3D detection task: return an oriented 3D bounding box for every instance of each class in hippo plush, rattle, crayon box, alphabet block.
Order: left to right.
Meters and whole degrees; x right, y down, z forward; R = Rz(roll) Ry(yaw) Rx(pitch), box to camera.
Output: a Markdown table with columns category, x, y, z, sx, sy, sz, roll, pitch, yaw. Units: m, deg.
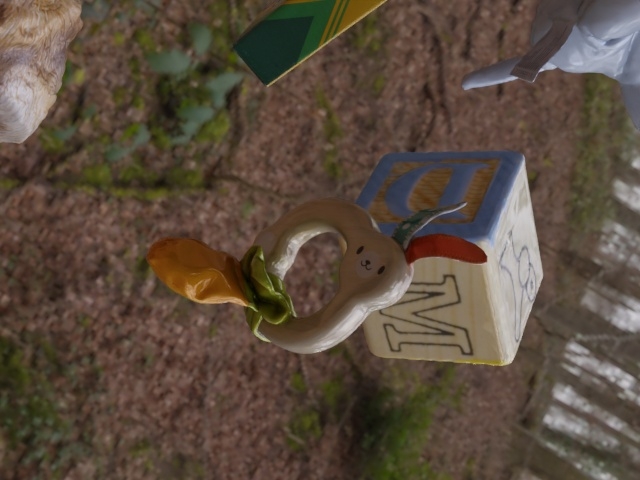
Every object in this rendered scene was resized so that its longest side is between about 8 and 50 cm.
| category | x | y | z | sx | sy | sz | roll | pitch | yaw |
| --- | --- | --- | --- | --- | --- | --- | --- | --- | --- |
| rattle | 0.000 | 0.000 | 0.816 | 0.199 | 0.143 | 0.130 | -11 | -135 | 38 |
| crayon box | 0.043 | -0.362 | 1.526 | 0.323 | 0.083 | 0.203 | -29 | -160 | 36 |
| alphabet block | 0.156 | 0.019 | 1.387 | 0.192 | 0.193 | 0.197 | -56 | 140 | -46 |
| hippo plush | 0.356 | -0.204 | 1.130 | 0.294 | 0.236 | 0.234 | -54 | -161 | -11 |

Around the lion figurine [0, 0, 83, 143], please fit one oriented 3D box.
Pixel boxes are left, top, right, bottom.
| category | x | y | z | sx | sy | sz | roll | pitch | yaw |
| --- | --- | --- | --- | --- | --- | --- | --- | --- | --- |
| lion figurine | -0.250 | -0.230 | 0.634 | 0.240 | 0.392 | 0.142 | -7 | -149 | 41 |
